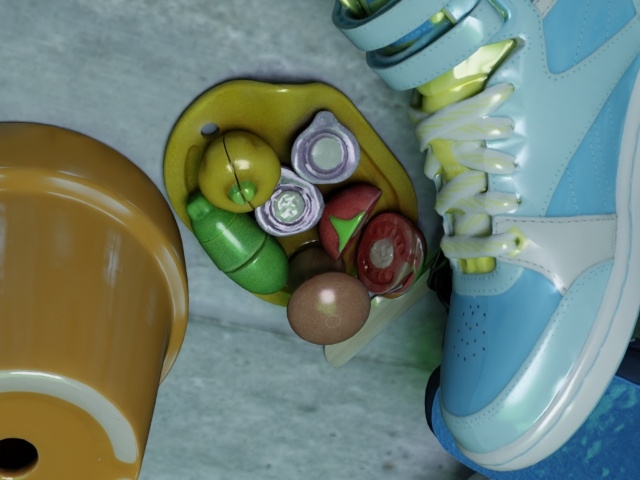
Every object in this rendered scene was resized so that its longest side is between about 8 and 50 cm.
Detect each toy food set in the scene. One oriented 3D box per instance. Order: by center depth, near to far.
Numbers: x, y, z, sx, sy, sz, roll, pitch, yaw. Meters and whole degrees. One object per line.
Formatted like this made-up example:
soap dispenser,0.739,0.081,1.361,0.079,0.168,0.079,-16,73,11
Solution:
toy food set,0.000,0.000,0.899,0.128,0.071,0.218,-35,122,11

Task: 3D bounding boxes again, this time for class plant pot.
plant pot,-0.169,0.066,0.836,0.205,0.188,0.205,-5,123,-8

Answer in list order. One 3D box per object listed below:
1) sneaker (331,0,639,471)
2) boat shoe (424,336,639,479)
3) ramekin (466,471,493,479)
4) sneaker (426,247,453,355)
sneaker,0.072,-0.055,0.774,0.208,0.127,0.319,24,73,-31
boat shoe,0.185,0.108,0.931,0.258,0.089,0.109,9,110,-13
ramekin,0.155,0.270,0.998,0.127,0.273,0.272,0,123,3
sneaker,0.094,0.033,0.930,0.089,0.051,0.170,-15,129,-51
